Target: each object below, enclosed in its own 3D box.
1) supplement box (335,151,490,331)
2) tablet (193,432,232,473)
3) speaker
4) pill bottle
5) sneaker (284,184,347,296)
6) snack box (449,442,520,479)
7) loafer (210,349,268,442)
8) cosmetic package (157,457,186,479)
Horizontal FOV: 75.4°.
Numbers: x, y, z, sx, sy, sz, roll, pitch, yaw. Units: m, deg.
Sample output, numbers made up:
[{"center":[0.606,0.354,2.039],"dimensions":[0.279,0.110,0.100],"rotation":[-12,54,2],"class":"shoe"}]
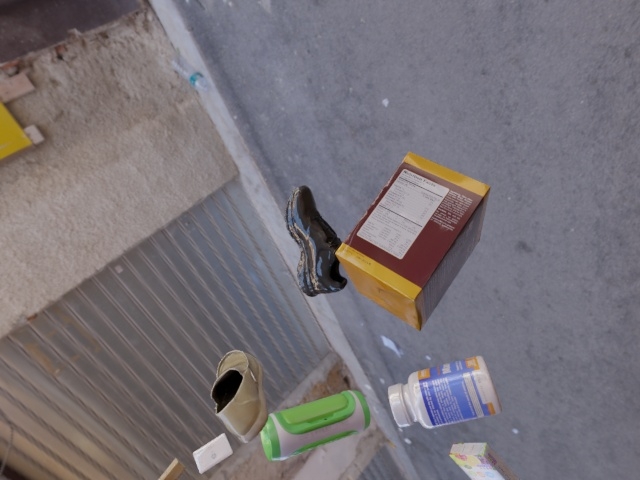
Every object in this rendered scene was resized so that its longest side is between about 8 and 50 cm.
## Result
[{"center":[0.149,0.009,0.646],"dimensions":[0.129,0.194,0.191],"rotation":[31,168,26],"class":"supplement box"},{"center":[-0.255,0.504,0.981],"dimensions":[0.054,0.083,0.006],"rotation":[50,161,35],"class":"tablet"},{"center":[-0.013,0.517,1.167],"dimensions":[0.131,0.297,0.131],"rotation":[172,90,-66],"class":"speaker"},{"center":[0.331,0.420,1.125],"dimensions":[0.152,0.272,0.152],"rotation":[-19,-90,-76],"class":"pill bottle"},{"center":[0.000,0.000,1.033],"dimensions":[0.130,0.109,0.285],"rotation":[-6,103,34],"class":"sneaker"},{"center":[0.387,0.535,0.968],"dimensions":[0.141,0.037,0.100],"rotation":[48,140,-7],"class":"snack box"},{"center":[-0.178,0.302,0.875],"dimensions":[0.092,0.102,0.268],"rotation":[49,174,-23],"class":"loafer"},{"center":[-0.532,0.834,1.459],"dimensions":[0.041,0.115,0.060],"rotation":[45,152,-10],"class":"cosmetic package"}]
